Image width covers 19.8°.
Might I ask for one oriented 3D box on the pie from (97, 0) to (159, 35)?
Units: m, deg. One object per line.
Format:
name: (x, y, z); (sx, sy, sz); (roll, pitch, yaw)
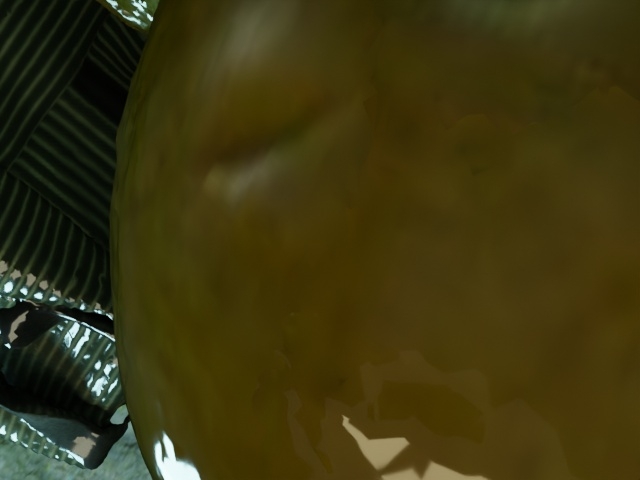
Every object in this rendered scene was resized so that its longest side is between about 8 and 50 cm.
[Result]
pie: (-0.002, -0.066, 0.793); (0.277, 0.078, 0.277); (38, 175, 4)

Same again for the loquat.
loquat: (0.087, -0.003, 0.465); (0.276, 0.276, 0.284); (44, 176, -40)

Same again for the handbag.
handbag: (-0.159, -0.025, 1.022); (0.240, 0.247, 0.341); (34, 154, -2)
